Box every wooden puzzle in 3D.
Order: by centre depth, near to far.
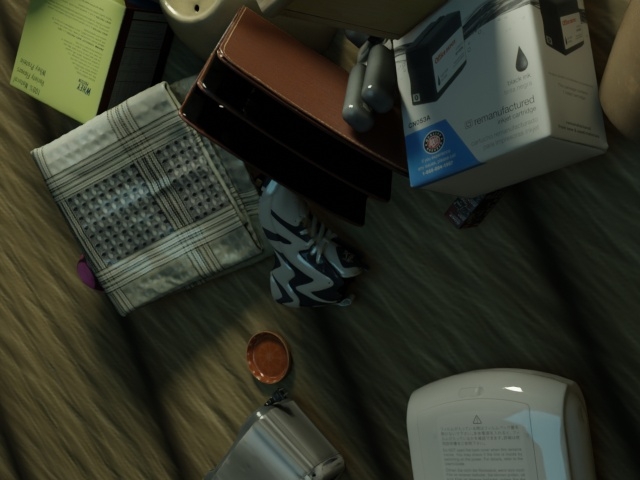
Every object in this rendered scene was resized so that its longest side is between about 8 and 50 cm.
[{"bbox_3d":[-0.116,-0.117,1.844,0.049,0.006,0.083,-38,74,30],"label":"wooden puzzle"}]

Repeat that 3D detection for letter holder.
[{"bbox_3d":[-0.029,-0.147,1.584,0.302,0.214,0.152,31,116,-10],"label":"letter holder"}]

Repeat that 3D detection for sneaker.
[{"bbox_3d":[0.000,0.000,1.712,0.153,0.094,0.235,8,116,23],"label":"sneaker"}]

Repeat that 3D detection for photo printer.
[{"bbox_3d":[0.247,0.327,1.592,0.256,0.107,0.308,-8,90,33],"label":"photo printer"}]

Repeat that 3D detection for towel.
[{"bbox_3d":[-0.252,-0.064,1.821,0.324,0.056,0.312,-23,100,18],"label":"towel"}]

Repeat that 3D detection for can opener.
[{"bbox_3d":[0.058,-0.235,1.580,0.093,0.280,0.074,36,117,-18],"label":"can opener"}]

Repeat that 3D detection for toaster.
[{"bbox_3d":[-0.064,0.346,1.788,0.146,0.129,0.227,43,114,18],"label":"toaster"}]

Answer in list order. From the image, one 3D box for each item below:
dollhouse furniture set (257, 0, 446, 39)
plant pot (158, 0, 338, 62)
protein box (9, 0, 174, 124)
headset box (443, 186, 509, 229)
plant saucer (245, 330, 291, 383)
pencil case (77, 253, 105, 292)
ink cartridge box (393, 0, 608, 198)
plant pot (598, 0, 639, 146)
[{"bbox_3d":[-0.005,-0.459,1.418,0.362,0.256,0.394,-36,70,33],"label":"dollhouse furniture set"},{"bbox_3d":[-0.130,-0.377,1.719,0.284,0.191,0.284,3,96,33],"label":"plant pot"},{"bbox_3d":[-0.367,-0.310,1.912,0.199,0.136,0.201,28,109,27],"label":"protein box"},{"bbox_3d":[0.210,-0.051,1.605,0.032,0.062,0.083,48,118,20],"label":"headset box"},{"bbox_3d":[-0.080,0.183,1.848,0.083,0.013,0.083,3,96,33],"label":"plant saucer"},{"bbox_3d":[-0.313,-0.011,1.937,0.209,0.098,0.095,-52,23,26],"label":"pencil case"},{"bbox_3d":[0.214,-0.233,1.486,0.223,0.129,0.307,-20,70,44],"label":"ink cartridge box"},{"bbox_3d":[0.437,-0.221,1.351,0.263,0.263,0.229,49,135,20],"label":"plant pot"}]
